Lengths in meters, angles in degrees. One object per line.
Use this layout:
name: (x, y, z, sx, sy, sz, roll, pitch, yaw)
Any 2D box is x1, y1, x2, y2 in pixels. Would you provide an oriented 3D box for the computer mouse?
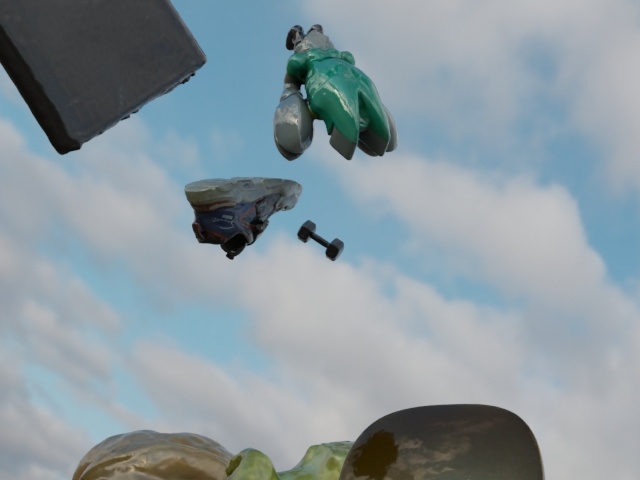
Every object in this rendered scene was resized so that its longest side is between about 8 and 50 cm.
computer mouse: (0.082, 0.260, 0.786, 0.158, 0.310, 0.072, -5, -27, 21)

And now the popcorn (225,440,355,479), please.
popcorn: (-0.011, 0.320, 1.168, 0.276, 0.226, 0.276, -10, -35, -7)

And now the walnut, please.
walnut: (-0.188, 0.381, 1.418, 0.285, 0.296, 0.285, 1, -63, 3)

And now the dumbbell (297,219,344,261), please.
dumbbell: (0.000, 0.000, 1.939, 0.083, 0.040, 0.036, 33, -44, 13)

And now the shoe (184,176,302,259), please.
shoe: (-0.109, -0.034, 1.699, 0.099, 0.126, 0.227, 0, 3, 40)

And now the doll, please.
doll: (0.031, -0.207, 1.712, 0.195, 0.258, 0.153, 10, -43, -5)

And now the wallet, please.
wallet: (-0.231, -0.237, 0.893, 0.044, 0.170, 0.321, -18, -72, 50)
